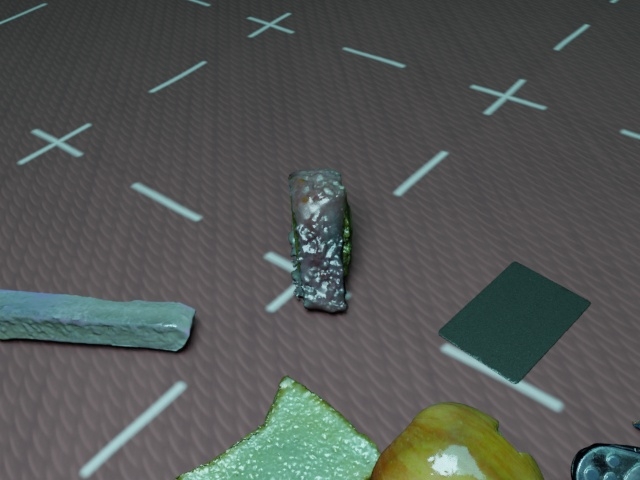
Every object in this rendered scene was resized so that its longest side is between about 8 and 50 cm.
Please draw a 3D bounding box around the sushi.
[{"bbox_3d":[-0.001,-0.016,1.074,0.107,0.161,0.241,-4,41,-2],"label":"sushi"}]

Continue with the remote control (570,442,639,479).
[{"bbox_3d":[0.423,0.299,0.764,0.266,0.066,0.090,13,81,13],"label":"remote control"}]

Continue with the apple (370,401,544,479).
[{"bbox_3d":[0.157,0.274,0.735,0.199,0.199,0.199,-2,42,2],"label":"apple"}]

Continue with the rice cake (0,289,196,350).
[{"bbox_3d":[-0.385,0.121,1.026,0.399,0.064,0.070,3,33,8],"label":"rice cake"}]

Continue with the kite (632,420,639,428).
[{"bbox_3d":[0.474,0.238,0.805,0.189,0.009,0.232,-3,8,39],"label":"kite"}]

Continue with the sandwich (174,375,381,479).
[{"bbox_3d":[-0.048,0.290,0.807,0.186,0.065,0.214,32,53,34],"label":"sandwich"}]

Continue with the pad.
[{"bbox_3d":[0.297,0.117,1.018,0.211,0.003,0.143,-34,50,-30],"label":"pad"}]
